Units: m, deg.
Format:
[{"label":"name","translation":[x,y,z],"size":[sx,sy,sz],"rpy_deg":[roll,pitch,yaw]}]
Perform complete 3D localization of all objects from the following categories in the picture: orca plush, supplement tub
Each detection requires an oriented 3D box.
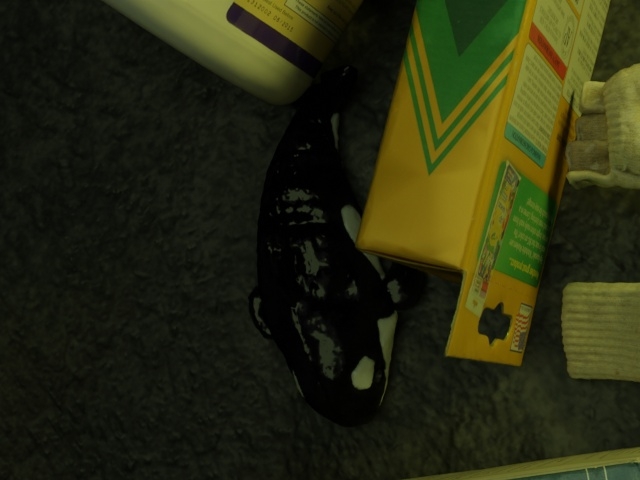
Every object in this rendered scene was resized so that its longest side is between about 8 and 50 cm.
[{"label":"orca plush","translation":[0.000,0.000,0.929],"size":[0.151,0.102,0.287],"rpy_deg":[5,84,23]},{"label":"supplement tub","translation":[-0.035,-0.299,0.911],"size":[0.241,0.241,0.331],"rpy_deg":[35,96,23]}]

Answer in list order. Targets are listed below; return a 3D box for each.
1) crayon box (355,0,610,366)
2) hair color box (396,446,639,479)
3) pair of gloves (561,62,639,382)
[{"label":"crayon box","translation":[0.120,-0.079,0.835],"size":[0.083,0.203,0.323],"rpy_deg":[13,87,24]},{"label":"hair color box","translation":[0.075,0.220,0.828],"size":[0.347,0.174,0.105],"rpy_deg":[-12,79,21]},{"label":"pair of gloves","translation":[0.256,-0.007,0.807],"size":[0.204,0.042,0.240],"rpy_deg":[7,98,39]}]
